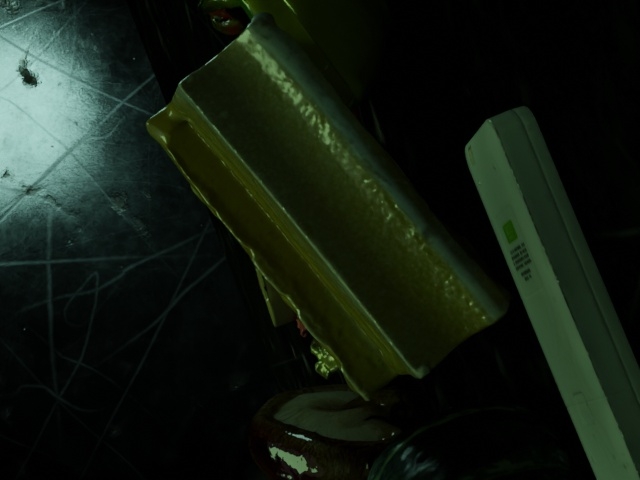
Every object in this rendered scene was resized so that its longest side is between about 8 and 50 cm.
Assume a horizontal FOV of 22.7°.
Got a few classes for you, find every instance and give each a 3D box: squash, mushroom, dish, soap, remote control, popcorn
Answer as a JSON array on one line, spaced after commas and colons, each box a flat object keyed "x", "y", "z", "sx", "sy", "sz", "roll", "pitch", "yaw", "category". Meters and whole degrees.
[{"x": 0.134, "y": 0.244, "z": 1.184, "sx": 0.252, "sy": 0.165, "sz": 0.252, "roll": 156, "pitch": 90, "yaw": -82, "category": "squash"}, {"x": 0.020, "y": 0.243, "z": 1.806, "sx": 0.231, "sy": 0.194, "sz": 0.138, "roll": -84, "pitch": -19, "yaw": -77, "category": "mushroom"}, {"x": -0.001, "y": -0.185, "z": 1.252, "sx": 0.208, "sy": 0.080, "sz": 0.149, "roll": 48, "pitch": 170, "yaw": 37, "category": "dish"}, {"x": 0.004, "y": -0.024, "z": 1.221, "sx": 0.281, "sy": 0.143, "sz": 0.259, "roll": 52, "pitch": 172, "yaw": -2, "category": "soap"}, {"x": 0.155, "y": 0.042, "z": 1.001, "sx": 0.103, "sy": 0.034, "sz": 0.250, "roll": 116, "pitch": 133, "yaw": -79, "category": "remote control"}, {"x": 0.031, "y": 0.103, "z": 1.792, "sx": 0.109, "sy": 0.089, "sz": 0.097, "roll": 110, "pitch": 149, "yaw": -82, "category": "popcorn"}]

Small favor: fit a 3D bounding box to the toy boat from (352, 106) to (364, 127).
[{"x": -0.009, "y": -0.161, "z": 1.455, "sx": 0.059, "sy": 0.069, "sz": 0.173, "roll": -62, "pitch": -49, "yaw": -78, "category": "toy boat"}]

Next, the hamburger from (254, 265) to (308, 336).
[{"x": -0.001, "y": -0.003, "z": 1.538, "sx": 0.175, "sy": 0.136, "sz": 0.175, "roll": 164, "pitch": 90, "yaw": -84, "category": "hamburger"}]

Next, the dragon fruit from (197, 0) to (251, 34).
[{"x": -0.066, "y": -0.242, "z": 1.384, "sx": 0.138, "sy": 0.175, "sz": 0.142, "roll": -71, "pitch": -13, "yaw": -55, "category": "dragon fruit"}]
